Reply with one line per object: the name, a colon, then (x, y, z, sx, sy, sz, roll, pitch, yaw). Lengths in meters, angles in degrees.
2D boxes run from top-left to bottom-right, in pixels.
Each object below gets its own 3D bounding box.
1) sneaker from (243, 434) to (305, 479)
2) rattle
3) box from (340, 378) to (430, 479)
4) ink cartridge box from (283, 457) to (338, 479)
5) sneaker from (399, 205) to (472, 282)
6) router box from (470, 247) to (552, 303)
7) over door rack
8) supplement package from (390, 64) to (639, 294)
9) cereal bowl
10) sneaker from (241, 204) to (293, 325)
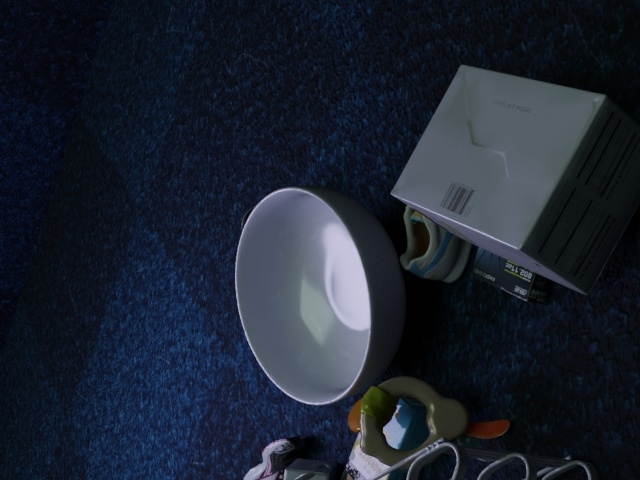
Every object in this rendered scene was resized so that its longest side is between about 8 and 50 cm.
sneaker: (-0.068, 0.411, 1.692, 0.077, 0.072, 0.178, 60, 139, 28)
rattle: (0.147, 0.267, 1.342, 0.143, 0.199, 0.130, 103, 167, -56)
box: (0.095, 0.341, 1.456, 0.100, 0.060, 0.244, 39, 114, 53)
ink cartridge box: (-0.024, 0.448, 1.542, 0.127, 0.072, 0.175, 31, -114, -80)
sneaker: (0.180, -0.055, 1.401, 0.087, 0.092, 0.229, 10, 89, 58)
router box: (0.266, 0.024, 1.301, 0.122, 0.038, 0.092, 28, 105, 55)
over door rack: (0.154, 0.336, 1.214, 0.324, 0.239, 0.108, -30, 52, 49)
supplement package: (0.254, -0.084, 1.209, 0.262, 0.145, 0.204, 30, 91, 55)
cereal bowl: (0.016, 0.080, 1.507, 0.339, 0.141, 0.339, 10, 103, 48)
sneaker: (-0.057, 0.106, 1.707, 0.146, 0.122, 0.331, 115, 141, -76)
